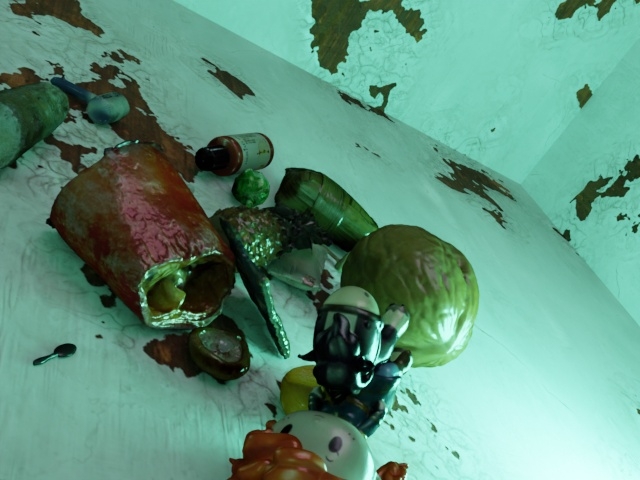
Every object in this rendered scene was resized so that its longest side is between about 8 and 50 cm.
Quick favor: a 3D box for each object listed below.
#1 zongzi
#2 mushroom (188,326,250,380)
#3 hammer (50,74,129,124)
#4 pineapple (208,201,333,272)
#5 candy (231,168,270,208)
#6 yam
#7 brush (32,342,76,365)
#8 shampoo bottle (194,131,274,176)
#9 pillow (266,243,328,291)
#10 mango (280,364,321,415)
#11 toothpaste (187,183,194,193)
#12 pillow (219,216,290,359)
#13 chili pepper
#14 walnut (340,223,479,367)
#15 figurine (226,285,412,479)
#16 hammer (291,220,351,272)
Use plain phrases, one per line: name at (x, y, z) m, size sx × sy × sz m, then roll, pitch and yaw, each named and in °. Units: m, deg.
zongzi at (0.011, -0.101, 2.019) m, size 0.286 × 0.138 × 0.300 m, roll 34°, pitch 9°, yaw -16°
mushroom at (-0.176, 0.193, 1.278) m, size 0.123 × 0.052 × 0.123 m, roll 27°, pitch 18°, yaw -9°
hammer at (-0.564, -0.347, 1.793) m, size 0.194 × 0.069 × 0.116 m, roll 28°, pitch 23°, yaw 4°
pineapple at (-0.099, -0.007, 1.609) m, size 0.310 × 0.141 × 0.170 m, roll -8°, pitch 29°, yaw -45°
candy at (-0.170, -0.061, 1.765) m, size 0.097 × 0.097 × 0.323 m, roll 26°, pitch 33°, yaw -19°
yam at (-0.589, -0.240, 1.466) m, size 0.133 × 0.133 × 0.330 m, roll 32°, pitch 22°, yaw -7°
brush at (-0.390, 0.168, 1.094) m, size 0.024 × 0.008 × 0.083 m, roll 42°, pitch 25°, yaw 12°
shampoo bottle at (-0.228, -0.223, 1.938) m, size 0.104 × 0.104 × 0.278 m, roll 40°, pitch 24°, yaw 12°
pillow at (-0.049, 0.049, 1.722) m, size 0.128 × 0.050 × 0.229 m, roll 21°, pitch 22°, yaw -3°
mango at (0.016, 0.280, 1.313) m, size 0.141 × 0.102 × 0.217 m, roll 21°, pitch 10°, yaw 33°
toothpaste at (-0.322, -0.072, 1.623) m, size 0.052 × 0.033 × 0.218 m, roll 29°, pitch 28°, yaw -3°
pillow at (-0.119, 0.092, 1.390) m, size 0.189 × 0.034 × 0.255 m, roll 54°, pitch -13°, yaw 40°
chili pepper at (-0.294, -0.009, 1.297) m, size 0.305 × 0.229 × 0.251 m, roll 44°, pitch 11°, yaw 22°
walnut at (0.196, 0.125, 1.622) m, size 0.333 × 0.332 × 0.333 m, roll 29°, pitch 24°, yaw -14°
figurine at (0.024, 0.259, 1.063) m, size 0.241 × 0.411 × 0.306 m, roll 19°, pitch -21°, yaw 10°
hammer at (0.000, 0.000, 1.887) m, size 0.195 × 0.060 × 0.028 m, roll 39°, pitch 24°, yaw 21°
